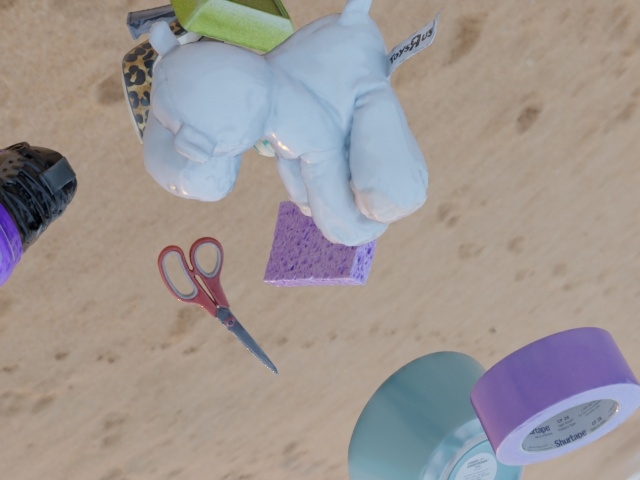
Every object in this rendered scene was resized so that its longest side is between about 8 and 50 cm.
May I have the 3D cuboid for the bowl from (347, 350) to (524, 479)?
[{"bbox_3d":[0.217,0.357,1.597,0.311,0.163,0.312,-13,116,-29],"label":"bowl"}]

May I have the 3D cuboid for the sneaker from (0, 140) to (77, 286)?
[{"bbox_3d":[-0.273,-0.034,0.818,0.146,0.102,0.293,-27,-162,-20],"label":"sneaker"}]

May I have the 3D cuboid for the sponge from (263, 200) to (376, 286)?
[{"bbox_3d":[0.000,0.000,1.259,0.031,0.117,0.210,21,166,-32],"label":"sponge"}]

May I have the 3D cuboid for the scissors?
[{"bbox_3d":[-0.169,0.124,1.597,0.109,0.021,0.297,-27,115,-10],"label":"scissors"}]

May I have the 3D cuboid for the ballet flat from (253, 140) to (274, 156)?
[{"bbox_3d":[-0.045,-0.231,1.712,0.086,0.086,0.248,-60,-177,40],"label":"ballet flat"}]

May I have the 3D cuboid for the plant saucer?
[{"bbox_3d":[-0.123,-0.339,1.325,0.188,0.188,0.045,8,132,-37],"label":"plant saucer"}]

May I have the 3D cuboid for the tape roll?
[{"bbox_3d":[0.280,0.188,1.154,0.188,0.080,0.189,-15,146,-10],"label":"tape roll"}]

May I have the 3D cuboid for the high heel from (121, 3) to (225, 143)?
[{"bbox_3d":[-0.183,-0.250,1.381,0.186,0.261,0.093,-10,150,6],"label":"high heel"}]

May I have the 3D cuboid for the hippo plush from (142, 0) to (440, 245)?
[{"bbox_3d":[-0.040,-0.104,0.924,0.236,0.234,0.294,-13,158,-30],"label":"hippo plush"}]
